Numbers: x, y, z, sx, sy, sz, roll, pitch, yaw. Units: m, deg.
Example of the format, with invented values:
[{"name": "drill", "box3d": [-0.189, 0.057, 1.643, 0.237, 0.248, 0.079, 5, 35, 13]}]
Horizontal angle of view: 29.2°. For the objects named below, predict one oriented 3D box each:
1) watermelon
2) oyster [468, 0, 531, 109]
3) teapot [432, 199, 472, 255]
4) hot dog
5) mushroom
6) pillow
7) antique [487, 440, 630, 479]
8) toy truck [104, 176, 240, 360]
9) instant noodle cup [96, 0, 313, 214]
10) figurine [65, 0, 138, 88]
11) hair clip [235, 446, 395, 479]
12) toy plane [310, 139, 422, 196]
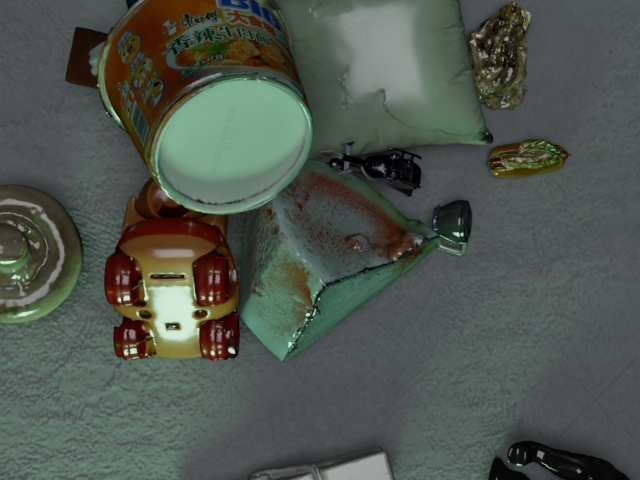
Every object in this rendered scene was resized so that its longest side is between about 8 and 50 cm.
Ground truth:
[{"name": "watermelon", "box3d": [0.000, 0.000, 1.790, 0.320, 0.213, 0.289, -26, 100, 4]}, {"name": "oyster", "box3d": [0.269, -0.284, 1.883, 0.108, 0.053, 0.165, 5, 98, 8]}, {"name": "teapot", "box3d": [0.201, -0.020, 1.883, 0.057, 0.066, 0.088, 3, 114, 17]}, {"name": "hot dog", "box3d": [0.321, -0.127, 1.890, 0.133, 0.041, 0.056, -6, 91, -2]}, {"name": "mushroom", "box3d": [-0.450, 0.018, 1.780, 0.207, 0.215, 0.207, 1, 85, -8]}, {"name": "pillow", "box3d": [0.080, -0.271, 1.835, 0.312, 0.119, 0.310, -10, 94, 4]}, {"name": "antique", "box3d": [0.361, 0.473, 1.837, 0.255, 0.185, 0.322, 10, 91, 5]}, {"name": "toy truck", "box3d": [-0.211, 0.036, 1.819, 0.189, 0.239, 0.264, 0, 132, 1]}, {"name": "instant noodle cup", "box3d": [-0.147, -0.184, 1.685, 0.296, 0.214, 0.296, -12, 133, -13]}, {"name": "figurine", "box3d": [-0.237, -0.305, 1.796, 0.338, 0.204, 0.283, 43, 70, -12]}, {"name": "hair clip", "box3d": [-0.054, 0.383, 1.858, 0.331, 0.101, 0.085, -16, 87, -3]}, {"name": "toy plane", "box3d": [0.082, -0.107, 1.822, 0.197, 0.078, 0.053, 14, 72, -33]}]
